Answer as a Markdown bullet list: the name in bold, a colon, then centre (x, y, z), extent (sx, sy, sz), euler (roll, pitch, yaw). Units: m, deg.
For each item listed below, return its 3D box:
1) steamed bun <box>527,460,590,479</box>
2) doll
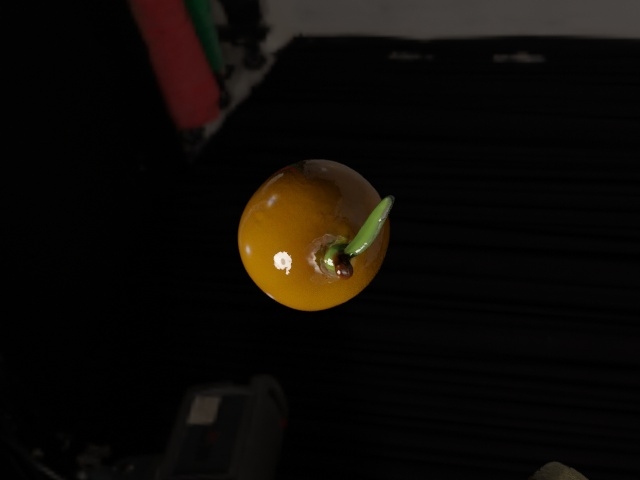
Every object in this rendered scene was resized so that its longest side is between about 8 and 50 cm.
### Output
- **steamed bun**: centre (0.191, 0.316, 0.966), extent (0.212, 0.110, 0.231), euler (-57, -25, 11)
- **doll**: centre (0.000, 0.000, 1.399), extent (0.236, 0.213, 0.214), euler (-140, 46, -66)
